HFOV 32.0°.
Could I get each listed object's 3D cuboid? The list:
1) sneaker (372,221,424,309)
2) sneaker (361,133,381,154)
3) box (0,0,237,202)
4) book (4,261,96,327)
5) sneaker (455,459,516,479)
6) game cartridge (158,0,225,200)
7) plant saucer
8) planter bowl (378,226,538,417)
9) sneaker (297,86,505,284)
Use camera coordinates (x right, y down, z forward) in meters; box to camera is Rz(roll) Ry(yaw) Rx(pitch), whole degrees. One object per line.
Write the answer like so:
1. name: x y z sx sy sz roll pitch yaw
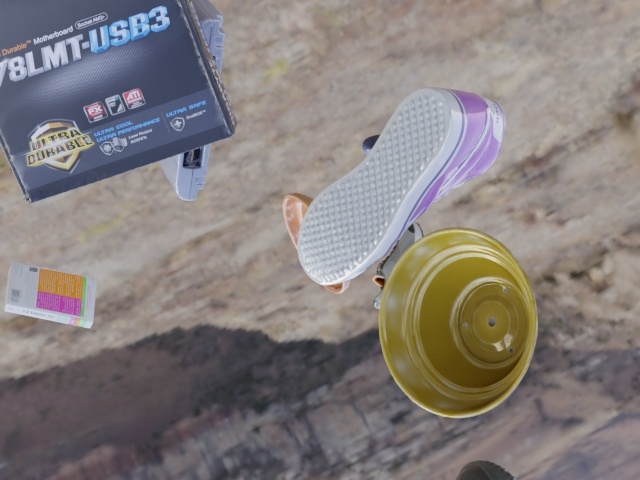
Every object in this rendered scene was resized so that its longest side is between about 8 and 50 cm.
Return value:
1. sneaker: 0.182 0.056 2.596 0.108 0.272 0.100 9 140 3
2. sneaker: 0.138 -0.145 1.889 0.144 0.053 0.059 3 129 -15
3. box: -0.291 -0.229 1.413 0.295 0.293 0.073 -17 -160 7
4. book: -0.451 0.092 1.869 0.144 0.096 0.035 15 130 -22
5. sneaker: 0.289 0.465 1.799 0.139 0.125 0.341 -34 -159 -12
6. game cartridge: -0.213 -0.235 1.740 0.060 0.196 0.294 1 118 -20
7. plant saucer: 0.000 0.000 1.994 0.037 0.200 0.200 -29 169 -19
8. planter bowl: 0.179 0.095 1.303 0.217 0.217 0.090 -35 155 34
9. sneaker: 0.102 -0.052 1.256 0.161 0.102 0.282 -6 147 -51
